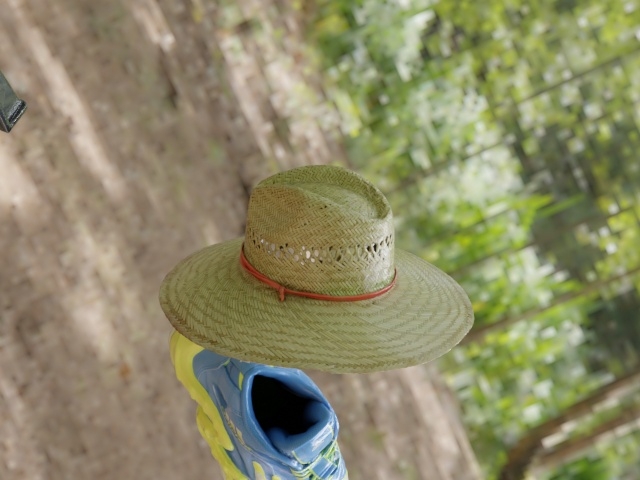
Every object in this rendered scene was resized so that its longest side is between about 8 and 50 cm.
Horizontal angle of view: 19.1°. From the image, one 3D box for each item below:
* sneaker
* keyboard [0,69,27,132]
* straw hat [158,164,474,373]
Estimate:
[{"bbox_3d":[-0.028,0.153,1.380,0.240,0.091,0.126,57,-11,-34],"label":"sneaker"},{"bbox_3d":[-0.203,-0.084,0.752,0.108,0.180,0.023,69,44,-68],"label":"keyboard"},{"bbox_3d":[0.000,0.000,0.847,0.144,0.144,0.061,-95,-174,-63],"label":"straw hat"}]
